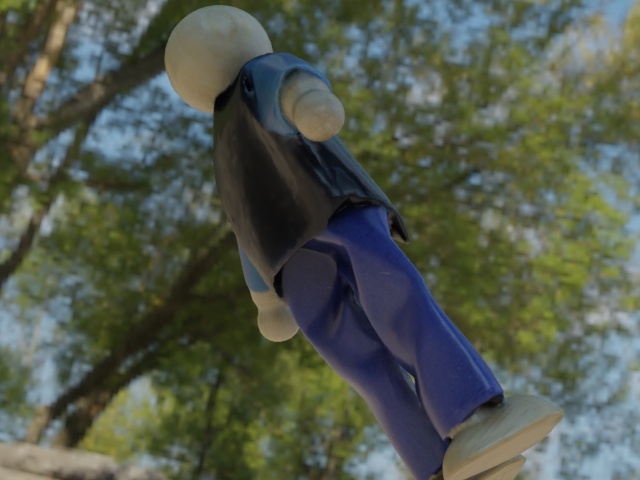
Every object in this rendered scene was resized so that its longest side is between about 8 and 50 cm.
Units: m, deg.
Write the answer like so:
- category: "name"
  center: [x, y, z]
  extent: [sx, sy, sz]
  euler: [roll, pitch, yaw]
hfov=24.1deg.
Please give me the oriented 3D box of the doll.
- category: "doll"
  center: [0.000, 0.000, 0.484]
  extent: [0.046, 0.189, 0.129]
  euler: [-23, -23, -23]
